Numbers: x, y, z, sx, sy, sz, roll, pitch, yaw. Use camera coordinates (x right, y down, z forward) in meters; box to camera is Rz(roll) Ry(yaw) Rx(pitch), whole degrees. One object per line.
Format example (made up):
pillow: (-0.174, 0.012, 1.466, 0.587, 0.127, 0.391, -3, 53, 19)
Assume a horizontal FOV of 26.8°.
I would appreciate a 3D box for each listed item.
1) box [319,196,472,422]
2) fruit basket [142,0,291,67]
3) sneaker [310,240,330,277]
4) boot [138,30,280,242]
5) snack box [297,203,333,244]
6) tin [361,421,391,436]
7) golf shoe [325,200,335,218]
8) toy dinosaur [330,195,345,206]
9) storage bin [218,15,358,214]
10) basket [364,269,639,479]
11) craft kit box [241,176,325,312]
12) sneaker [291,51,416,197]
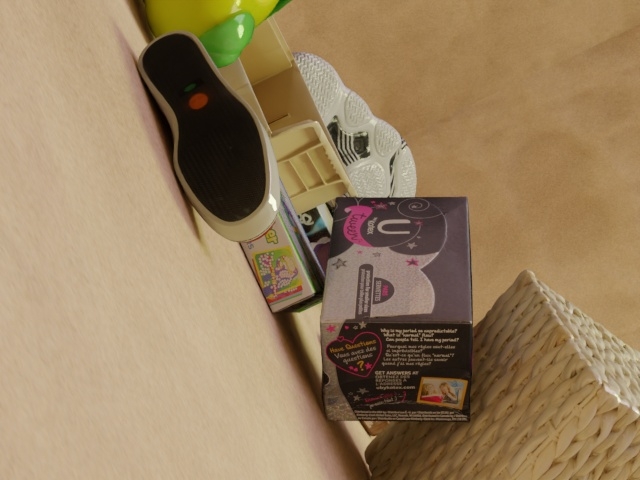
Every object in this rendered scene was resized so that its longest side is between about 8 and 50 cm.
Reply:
box: (0.086, 0.069, 1.482, 0.247, 0.163, 0.142, -81, 170, -57)
fruit basket: (-0.110, -0.374, 1.522, 0.392, 0.283, 0.392, 52, 6, -8)
sneaker: (0.086, 0.029, 2.030, 0.283, 0.124, 0.107, -18, 93, -66)
boot: (-0.080, -0.064, 1.261, 0.244, 0.088, 0.176, 63, 0, 38)
snack box: (0.000, 0.000, 2.163, 0.187, 0.060, 0.322, -105, 169, -64)
tin: (0.051, 0.194, 1.789, 0.106, 0.040, 0.190, 62, 2, 37)
golf shoe: (-0.003, -0.045, 2.318, 0.094, 0.077, 0.198, -101, 167, -77)
toy dinosaur: (0.031, -0.086, 2.800, 0.200, 0.127, 0.296, 59, -6, 35)
storage bin: (-0.076, -0.195, 1.892, 0.260, 0.123, 0.262, 58, 8, -64)
basket: (0.251, 0.267, 1.478, 0.266, 0.331, 0.328, 36, 13, -17)
craft kit box: (-0.067, -0.038, 1.519, 0.246, 0.061, 0.250, 55, 10, -84)
sneaker: (0.010, -0.186, 2.275, 0.366, 0.137, 0.210, 47, -10, -30)
